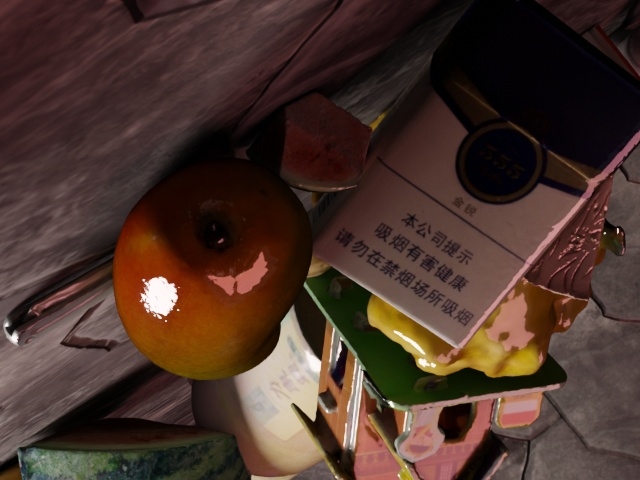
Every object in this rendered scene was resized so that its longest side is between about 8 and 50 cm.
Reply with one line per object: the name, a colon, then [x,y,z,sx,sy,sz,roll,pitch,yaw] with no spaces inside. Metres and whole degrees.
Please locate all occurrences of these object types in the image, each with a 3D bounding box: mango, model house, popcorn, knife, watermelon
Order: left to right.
knife: [-0.176,0.032,0.956,0.162,0.023,0.044,-32,159,-20]
watermelon: [-0.255,0.303,1.624,0.283,0.292,0.250,-24,144,-15]
mango: [-0.083,0.032,0.906,0.146,0.129,0.289,-34,161,-26]
watermelon: [-0.004,-0.074,0.918,0.072,0.085,0.092,-58,-156,14]
model house: [0.155,0.208,1.389,0.340,0.300,0.323,-5,119,-20]
popcorn: [0.165,-0.026,1.144,0.281,0.297,0.316,15,-125,40]

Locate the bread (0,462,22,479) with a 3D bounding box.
bread: [-0.426,0.404,1.634,0.204,0.156,0.288,-36,174,24]

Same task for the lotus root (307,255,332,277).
lotus root: [0.000,0.000,1.345,0.150,0.062,0.073,-29,165,-30]

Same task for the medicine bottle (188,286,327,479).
medicine bottle: [-0.044,0.198,1.700,0.236,0.235,0.406,-27,168,-46]

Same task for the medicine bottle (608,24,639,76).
medicine bottle: [0.397,-0.211,1.565,0.110,0.110,0.352,-34,172,-7]

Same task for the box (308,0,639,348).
box: [0.125,-0.058,0.960,0.259,0.168,0.071,-52,-165,19]

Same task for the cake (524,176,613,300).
cake: [0.217,-0.012,1.006,0.121,0.065,0.052,-59,-168,9]

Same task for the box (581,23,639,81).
box: [0.265,-0.138,1.419,0.229,0.123,0.050,-35,167,3]
